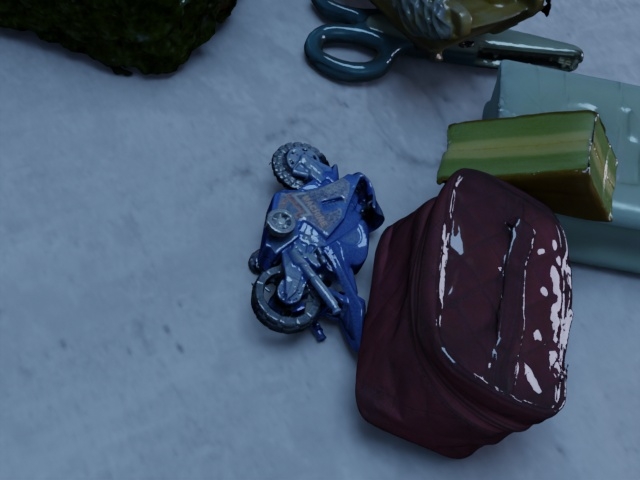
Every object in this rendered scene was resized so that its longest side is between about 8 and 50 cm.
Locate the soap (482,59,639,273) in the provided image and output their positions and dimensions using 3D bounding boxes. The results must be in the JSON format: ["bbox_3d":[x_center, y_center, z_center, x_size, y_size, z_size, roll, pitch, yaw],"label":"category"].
[{"bbox_3d":[0.297,-0.060,1.225,0.289,0.095,0.173,11,54,-3],"label":"soap"}]

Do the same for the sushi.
[{"bbox_3d":[-0.230,-0.342,1.280,0.351,0.178,0.294,18,52,1],"label":"sushi"}]

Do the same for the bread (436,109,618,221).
[{"bbox_3d":[0.184,-0.061,1.142,0.139,0.084,0.074,-4,58,25],"label":"bread"}]

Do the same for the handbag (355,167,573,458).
[{"bbox_3d":[0.122,0.059,1.069,0.146,0.135,0.225,28,51,-20],"label":"handbag"}]

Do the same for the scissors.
[{"bbox_3d":[0.128,-0.206,1.332,0.289,0.041,0.138,7,54,-1],"label":"scissors"}]

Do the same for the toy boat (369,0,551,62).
[{"bbox_3d":[0.052,-0.348,1.318,0.135,0.162,0.445,-22,52,-23],"label":"toy boat"}]

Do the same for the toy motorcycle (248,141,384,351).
[{"bbox_3d":[0.000,0.000,1.147,0.114,0.076,0.205,14,54,-9],"label":"toy motorcycle"}]
